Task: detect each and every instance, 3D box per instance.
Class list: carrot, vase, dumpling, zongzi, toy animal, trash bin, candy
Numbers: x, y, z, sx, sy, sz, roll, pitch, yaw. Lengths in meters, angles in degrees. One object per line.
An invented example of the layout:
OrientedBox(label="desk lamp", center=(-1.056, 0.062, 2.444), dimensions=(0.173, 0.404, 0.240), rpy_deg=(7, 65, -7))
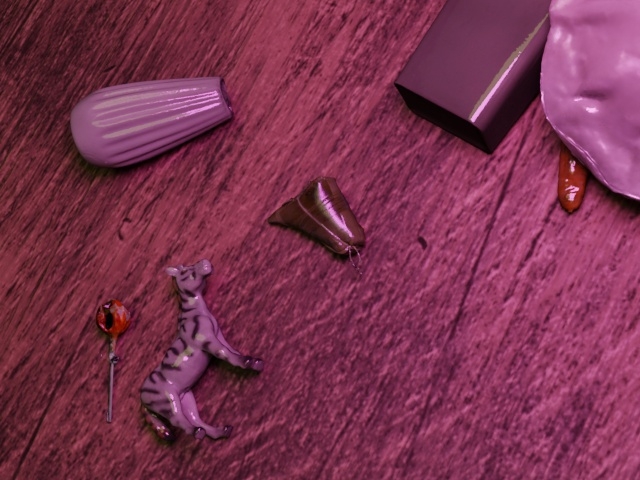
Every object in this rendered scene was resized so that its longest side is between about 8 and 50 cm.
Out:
OrientedBox(label="carrot", center=(0.343, -0.137, 1.039), dimensions=(0.061, 0.061, 0.209), rpy_deg=(6, 79, 22))
OrientedBox(label="vase", center=(-0.262, -0.196, 1.242), dimensions=(0.248, 0.128, 0.128), rpy_deg=(-14, 68, 5))
OrientedBox(label="dumpling", center=(0.409, -0.192, 0.951), dimensions=(0.260, 0.181, 0.341), rpy_deg=(-41, 105, 2))
OrientedBox(label="zongzi", center=(0.000, 0.000, 1.128), dimensions=(0.130, 0.062, 0.154), rpy_deg=(-34, 79, 29))
OrientedBox(label="toy animal", center=(-0.161, 0.160, 1.105), dimensions=(0.170, 0.090, 0.255), rpy_deg=(6, 72, 26))
OrientedBox(label="trash bin", center=(0.234, -0.266, 1.084), dimensions=(0.164, 0.122, 0.240), rpy_deg=(36, 89, 27))
OrientedBox(label="candy", center=(-0.313, 0.180, 1.179), dimensions=(0.055, 0.049, 0.184), rpy_deg=(-13, 74, 49))
